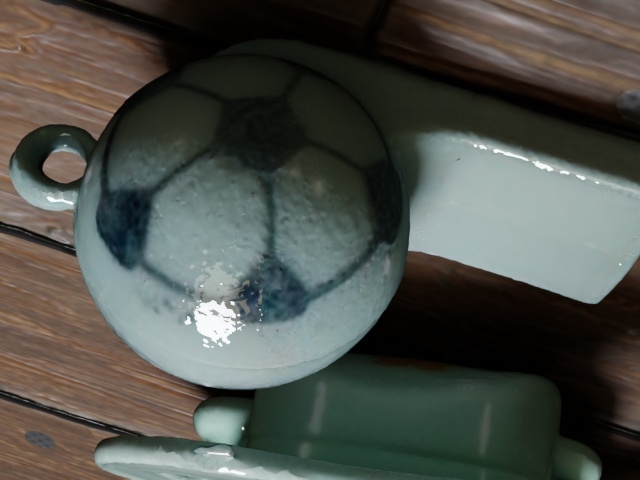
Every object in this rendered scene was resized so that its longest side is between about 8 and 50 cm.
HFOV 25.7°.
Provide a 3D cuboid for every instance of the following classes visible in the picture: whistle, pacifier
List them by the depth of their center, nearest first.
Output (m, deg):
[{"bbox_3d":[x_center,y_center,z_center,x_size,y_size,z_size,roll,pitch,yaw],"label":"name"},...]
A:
[{"bbox_3d":[0.000,0.000,0.627,0.290,0.163,0.163,16,143,2],"label":"whistle"},{"bbox_3d":[0.034,0.200,0.789,0.343,0.269,0.288,8,167,16],"label":"pacifier"}]
